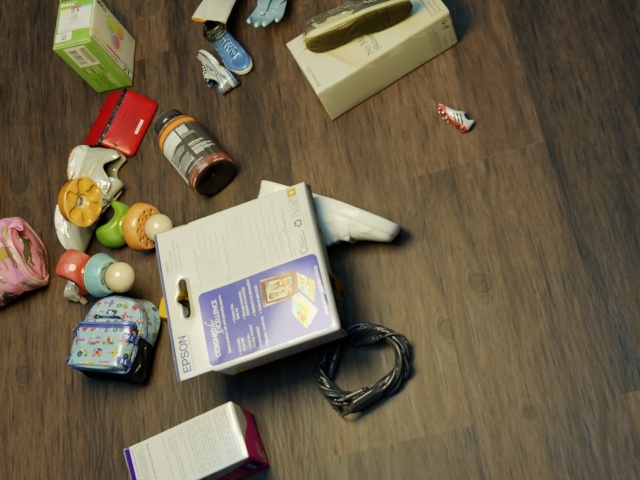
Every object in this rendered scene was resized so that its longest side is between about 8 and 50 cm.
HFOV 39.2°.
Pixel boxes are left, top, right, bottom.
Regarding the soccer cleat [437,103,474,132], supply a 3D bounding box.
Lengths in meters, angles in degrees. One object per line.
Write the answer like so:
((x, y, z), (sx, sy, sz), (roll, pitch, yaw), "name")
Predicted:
((0.266, -0.246, 1.773), (0.035, 0.029, 0.083), (-40, 64, -11), "soccer cleat")

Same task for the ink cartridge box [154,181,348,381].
((-0.131, 0.078, 1.626), (0.307, 0.072, 0.303), (-20, 63, 12), "ink cartridge box")

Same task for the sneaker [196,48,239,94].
((-0.241, -0.373, 1.989), (0.058, 0.052, 0.135), (-46, 61, 1), "sneaker")

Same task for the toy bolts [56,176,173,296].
((-0.417, -0.003, 1.787), (0.158, 0.218, 0.228), (5, 62, 32), "toy bolts")

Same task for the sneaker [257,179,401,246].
((0.000, 0.000, 1.728), (0.293, 0.108, 0.169), (16, 89, 20), "sneaker")

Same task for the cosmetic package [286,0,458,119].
((0.107, -0.407, 1.849), (0.309, 0.113, 0.160), (-32, 62, 3), "cosmetic package")

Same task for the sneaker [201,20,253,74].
((-0.210, -0.434, 1.984), (0.058, 0.084, 0.152), (-37, 61, 1), "sneaker")

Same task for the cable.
((0.077, 0.223, 1.631), (0.184, 0.047, 0.150), (-36, 56, 4), "cable")

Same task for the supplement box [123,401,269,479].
((-0.222, 0.391, 1.618), (0.220, 0.111, 0.114), (-27, 62, 7), "supplement box")

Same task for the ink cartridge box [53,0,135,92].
((-0.508, -0.500, 2.055), (0.097, 0.189, 0.255), (-8, 65, 17), "ink cartridge box")

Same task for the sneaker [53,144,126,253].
((-0.488, -0.090, 1.929), (0.121, 0.099, 0.262), (-1, 69, 14), "sneaker")

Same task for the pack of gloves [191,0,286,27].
((-0.154, -0.542, 2.017), (0.195, 0.046, 0.232), (11, 52, 14), "pack of gloves")

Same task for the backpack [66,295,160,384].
((-0.402, 0.184, 1.768), (0.158, 0.117, 0.173), (4, 67, 20), "backpack")

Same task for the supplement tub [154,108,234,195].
((-0.272, -0.192, 1.890), (0.106, 0.106, 0.198), (-40, 61, -1), "supplement tub")

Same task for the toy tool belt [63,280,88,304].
((-0.502, 0.090, 1.886), (0.051, 0.052, 0.083), (19, 76, -7), "toy tool belt")

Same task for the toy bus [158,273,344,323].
((-0.132, 0.123, 1.703), (0.333, 0.108, 0.130), (3, 69, 20), "toy bus")

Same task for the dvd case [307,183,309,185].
((-0.069, -0.057, 1.814), (0.119, 0.013, 0.087), (-22, 63, 10), "dvd case")

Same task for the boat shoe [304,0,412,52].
((0.068, -0.444, 1.769), (0.224, 0.080, 0.073), (-20, 68, 15), "boat shoe")

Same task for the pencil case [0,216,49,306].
((-0.769, 0.084, 1.907), (0.386, 0.167, 0.160), (-22, 64, 6), "pencil case")

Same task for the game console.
((-0.452, -0.263, 2.035), (0.124, 0.085, 0.144), (24, 75, -6), "game console")
